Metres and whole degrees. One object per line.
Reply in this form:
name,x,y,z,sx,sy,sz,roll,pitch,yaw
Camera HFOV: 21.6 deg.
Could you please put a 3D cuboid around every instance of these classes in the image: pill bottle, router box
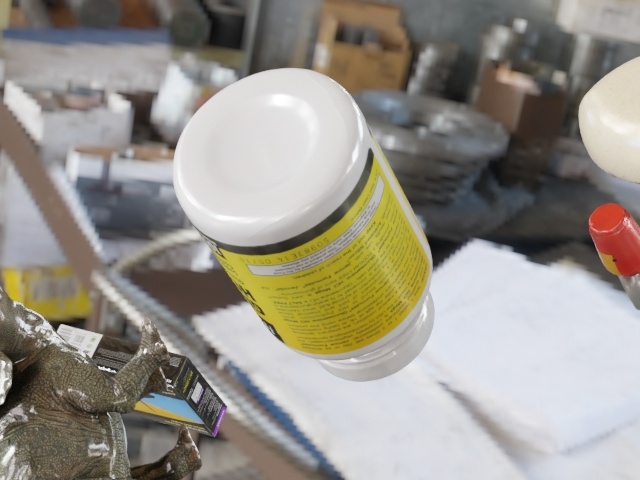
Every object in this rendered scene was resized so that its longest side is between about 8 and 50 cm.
pill bottle,0.000,0.000,1.644,0.188,0.334,0.188,-11,54,16
router box,-0.212,0.163,1.945,0.179,0.133,0.046,12,64,27

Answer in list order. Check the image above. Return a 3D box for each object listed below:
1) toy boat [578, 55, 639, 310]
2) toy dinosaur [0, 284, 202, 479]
toy boat,0.397,-0.079,1.910,0.267,0.148,0.318,7,57,41
toy dinosaur,-0.155,0.147,1.058,0.160,0.313,0.121,-20,-1,-13
